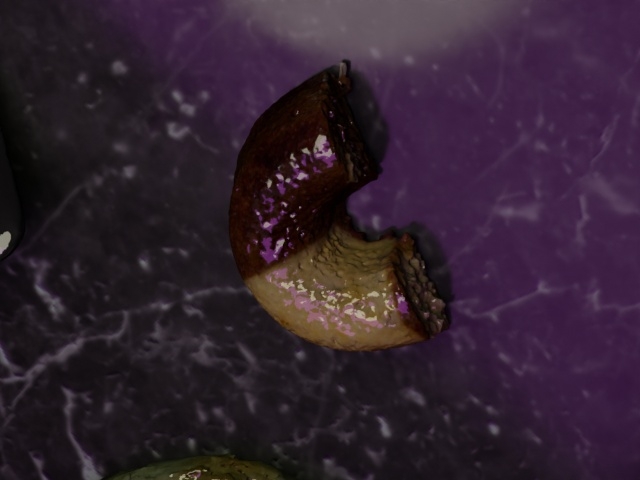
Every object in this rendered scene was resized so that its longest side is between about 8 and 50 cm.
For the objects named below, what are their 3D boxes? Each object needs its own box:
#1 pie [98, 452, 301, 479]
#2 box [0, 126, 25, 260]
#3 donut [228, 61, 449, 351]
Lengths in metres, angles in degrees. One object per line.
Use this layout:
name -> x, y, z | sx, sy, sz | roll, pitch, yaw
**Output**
pie -> -0.088, 0.314, 1.299 | 0.371, 0.078, 0.296 | -22, 98, 19
box -> -0.336, -0.045, 1.225 | 0.212, 0.042, 0.201 | -20, 73, 8
donut -> 0.001, 0.001, 1.183 | 0.141, 0.085, 0.217 | -26, 100, 18
